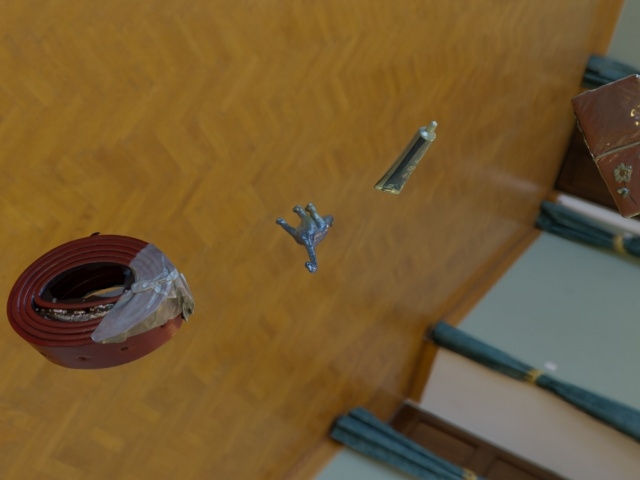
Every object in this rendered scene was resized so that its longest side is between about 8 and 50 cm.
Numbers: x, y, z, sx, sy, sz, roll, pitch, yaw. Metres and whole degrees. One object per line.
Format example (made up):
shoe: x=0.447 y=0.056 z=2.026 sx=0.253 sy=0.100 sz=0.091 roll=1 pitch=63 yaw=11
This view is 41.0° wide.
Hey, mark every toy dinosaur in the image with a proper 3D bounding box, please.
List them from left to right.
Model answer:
toy dinosaur: x=0.000 y=0.000 z=2.062 sx=0.075 sy=0.188 sz=0.248 roll=-46 pitch=156 yaw=25

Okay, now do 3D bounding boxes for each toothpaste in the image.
toothpaste: x=0.169 y=-0.156 z=1.635 sx=0.197 sy=0.057 sz=0.034 roll=124 pitch=-29 yaw=-43

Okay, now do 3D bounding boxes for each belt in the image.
belt: x=-0.388 y=0.105 z=1.540 sx=0.115 sy=0.324 sz=0.227 roll=69 pitch=11 yaw=-59

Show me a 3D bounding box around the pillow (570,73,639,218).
pillow: x=0.526 y=-0.161 z=1.464 sx=0.232 sy=0.126 sz=0.043 roll=65 pitch=26 yaw=0
